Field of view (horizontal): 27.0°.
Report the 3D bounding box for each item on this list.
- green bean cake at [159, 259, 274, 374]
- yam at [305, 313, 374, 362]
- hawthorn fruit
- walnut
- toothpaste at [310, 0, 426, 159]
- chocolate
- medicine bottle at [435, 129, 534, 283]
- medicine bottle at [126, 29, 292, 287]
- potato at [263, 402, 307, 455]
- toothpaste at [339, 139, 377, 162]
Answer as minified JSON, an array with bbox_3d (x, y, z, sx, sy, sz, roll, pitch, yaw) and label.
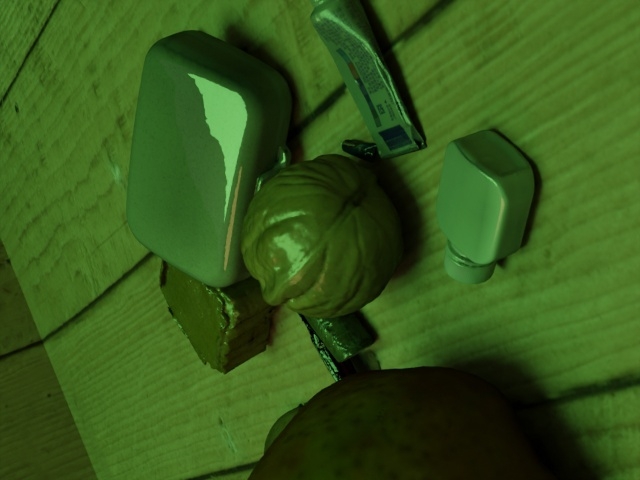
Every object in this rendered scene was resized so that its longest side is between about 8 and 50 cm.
[{"bbox_3d":[-0.176,0.087,2.294,0.229,0.131,0.224,52,151,24],"label":"green bean cake"},{"bbox_3d":[0.023,0.125,2.022,0.146,0.070,0.070,54,149,29],"label":"yam"},{"bbox_3d":[0.085,0.396,1.704,0.472,0.472,0.472,41,141,43],"label":"hawthorn fruit"},{"bbox_3d":[0.000,0.000,1.833,0.225,0.225,0.261,64,151,10],"label":"walnut"},{"bbox_3d":[0.050,-0.238,1.739,0.282,0.068,0.099,63,-176,-8],"label":"toothpaste"},{"bbox_3d":[0.020,0.182,2.066,0.182,0.028,0.086,60,-163,13],"label":"chocolate"},{"bbox_3d":[0.192,-0.034,1.599,0.119,0.069,0.183,46,144,36],"label":"medicine bottle"},{"bbox_3d":[-0.180,-0.123,2.066,0.282,0.123,0.375,29,124,26],"label":"medicine bottle"},{"bbox_3d":[-0.047,0.351,2.269,0.261,0.100,0.120,-19,92,63],"label":"potato"},{"bbox_3d":[0.053,-0.127,1.845,0.083,0.019,0.027,23,104,54],"label":"toothpaste"}]
